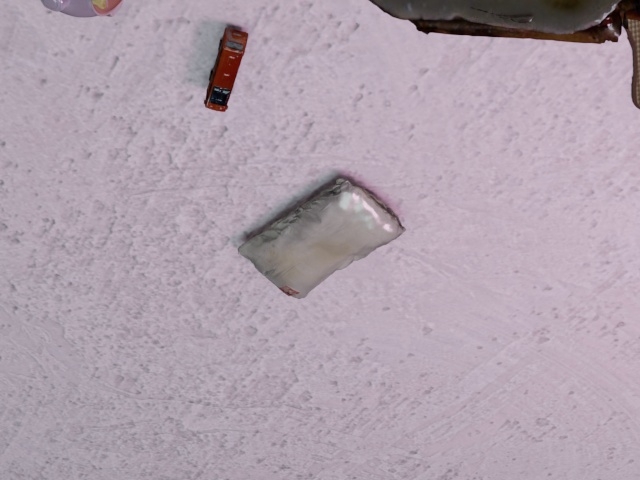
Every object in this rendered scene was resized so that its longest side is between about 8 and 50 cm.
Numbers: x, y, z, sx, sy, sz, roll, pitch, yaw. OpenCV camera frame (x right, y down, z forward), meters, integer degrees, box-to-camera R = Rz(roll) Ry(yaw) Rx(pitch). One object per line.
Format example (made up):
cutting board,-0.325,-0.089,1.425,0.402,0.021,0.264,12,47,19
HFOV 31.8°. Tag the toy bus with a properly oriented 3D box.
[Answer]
toy bus,-0.108,-0.193,1.286,0.031,0.043,0.110,12,142,-11

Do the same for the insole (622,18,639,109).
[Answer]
insole,0.369,-0.228,1.228,0.086,0.005,0.253,-8,141,15

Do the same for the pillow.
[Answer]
pillow,0.000,0.000,1.522,0.128,0.051,0.229,36,131,-25

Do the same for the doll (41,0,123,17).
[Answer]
doll,-0.244,-0.322,1.062,0.151,0.151,0.287,2,147,3

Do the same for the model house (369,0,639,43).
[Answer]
model house,0.214,-0.278,0.992,0.317,0.297,0.282,-39,170,35
